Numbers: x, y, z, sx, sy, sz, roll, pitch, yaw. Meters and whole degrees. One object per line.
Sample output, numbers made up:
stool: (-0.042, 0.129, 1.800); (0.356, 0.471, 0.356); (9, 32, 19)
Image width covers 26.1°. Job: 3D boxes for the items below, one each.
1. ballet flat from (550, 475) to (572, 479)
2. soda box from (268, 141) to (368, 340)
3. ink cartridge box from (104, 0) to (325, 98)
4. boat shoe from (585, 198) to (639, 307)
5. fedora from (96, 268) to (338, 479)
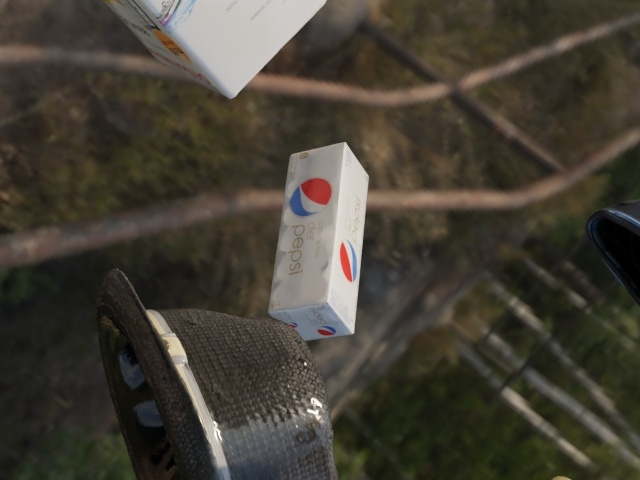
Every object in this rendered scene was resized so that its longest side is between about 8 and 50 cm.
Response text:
ballet flat: (0.236, 0.302, 1.146); (0.123, 0.123, 0.348); (-51, 148, -26)
soda box: (0.000, 0.000, 1.516); (0.069, 0.074, 0.216); (52, 35, -46)
ink cartridge box: (-0.122, -0.270, 1.181); (0.168, 0.232, 0.171); (-48, -144, -7)
boat shoe: (0.264, 0.068, 0.941); (0.089, 0.258, 0.109); (2, 120, -30)
fedora: (-0.081, 0.159, 1.210); (0.152, 0.334, 0.334); (-16, 162, -17)
